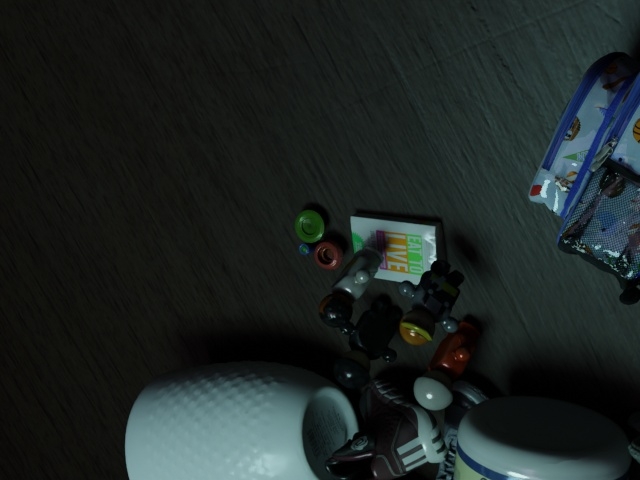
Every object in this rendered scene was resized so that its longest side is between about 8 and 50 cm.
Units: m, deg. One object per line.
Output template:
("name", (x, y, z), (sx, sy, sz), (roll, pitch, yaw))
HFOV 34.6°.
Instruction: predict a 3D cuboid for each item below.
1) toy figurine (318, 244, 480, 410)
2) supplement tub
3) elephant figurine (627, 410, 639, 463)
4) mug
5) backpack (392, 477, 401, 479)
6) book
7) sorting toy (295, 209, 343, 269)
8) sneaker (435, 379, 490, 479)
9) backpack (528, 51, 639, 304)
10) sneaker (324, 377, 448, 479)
("toy figurine", (0.108, 0.128, 1.477), (0.213, 0.148, 0.209), (14, 143, 29))
("supplement tub", (0.297, 0.405, 1.433), (0.235, 0.235, 0.325), (11, 105, 31))
("elephant figurine", (0.468, 0.287, 1.281), (0.169, 0.239, 0.186), (38, 132, 12))
("mug", (-0.102, 0.382, 1.711), (0.328, 0.276, 0.374), (-13, 92, 35))
("backpack", (0.074, 0.417, 1.739), (0.101, 0.098, 0.120), (43, 136, 31))
("book", (0.115, 0.012, 1.522), (0.144, 0.035, 0.096), (7, 115, 34))
("sorting toy", (0.000, 0.000, 1.596), (0.061, 0.042, 0.102), (-32, 83, 27))
("sneaker", (0.207, 0.354, 1.560), (0.101, 0.153, 0.268), (14, 125, 42))
("backpack", (0.373, -0.102, 1.132), (0.213, 0.276, 0.263), (35, 118, 13))
("sneaker", (0.068, 0.298, 1.559), (0.106, 0.162, 0.281), (66, 166, -7))
